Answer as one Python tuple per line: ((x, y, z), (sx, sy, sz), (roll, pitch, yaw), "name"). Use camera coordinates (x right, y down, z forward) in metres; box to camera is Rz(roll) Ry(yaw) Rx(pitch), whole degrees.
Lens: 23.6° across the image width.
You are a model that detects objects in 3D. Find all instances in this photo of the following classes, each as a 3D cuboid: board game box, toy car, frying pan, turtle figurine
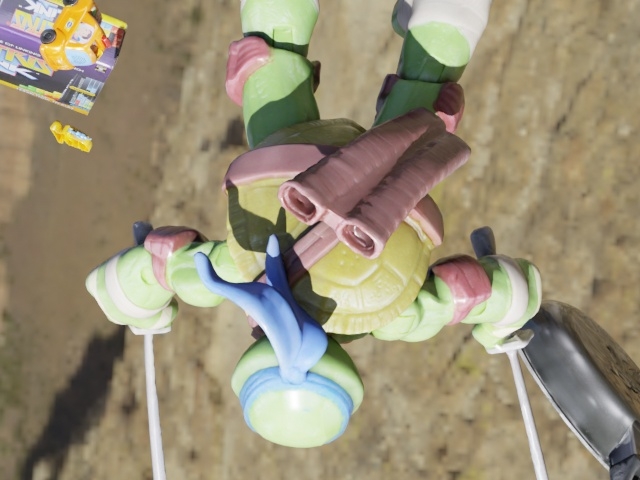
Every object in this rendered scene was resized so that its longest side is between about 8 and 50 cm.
((-0.261, -0.174, 1.310), (0.141, 0.170, 0.048), (146, 142, -71), "board game box")
((-0.164, -0.118, 1.083), (0.060, 0.041, 0.122), (-56, -20, -32), "toy car")
((0.201, 0.129, 1.115), (0.053, 0.197, 0.326), (-41, -2, 16), "frying pan")
((0.000, 0.000, 0.745), (0.274, 0.198, 0.266), (50, -138, -51), "turtle figurine")
